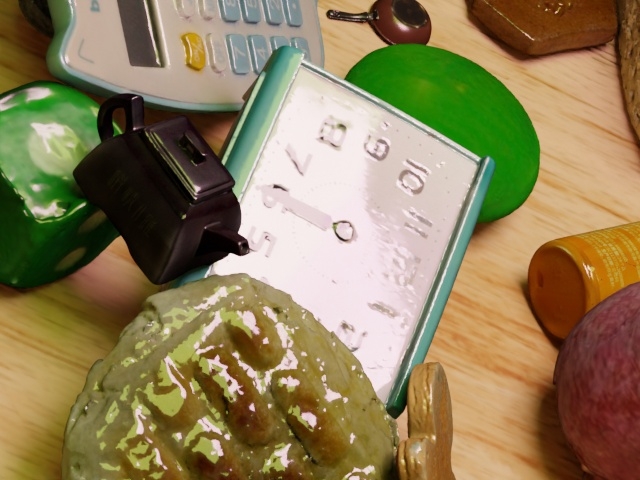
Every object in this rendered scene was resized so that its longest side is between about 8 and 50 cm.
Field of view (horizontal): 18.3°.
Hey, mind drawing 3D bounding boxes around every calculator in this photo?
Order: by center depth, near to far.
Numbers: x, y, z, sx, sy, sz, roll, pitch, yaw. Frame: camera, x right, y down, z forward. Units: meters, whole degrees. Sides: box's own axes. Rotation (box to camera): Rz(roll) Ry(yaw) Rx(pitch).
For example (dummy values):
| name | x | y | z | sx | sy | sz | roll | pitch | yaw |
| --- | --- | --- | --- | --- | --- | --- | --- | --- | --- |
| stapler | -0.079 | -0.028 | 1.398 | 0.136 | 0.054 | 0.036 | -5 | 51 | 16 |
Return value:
| name | x | y | z | sx | sy | sz | roll | pitch | yaw |
| --- | --- | --- | --- | --- | --- | --- | --- | --- | --- |
| calculator | -0.124 | -0.238 | 1.798 | 0.386 | 0.054 | 0.256 | -5 | 81 | -49 |

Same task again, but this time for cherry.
| name | x | y | z | sx | sy | sz | roll | pitch | yaw |
| --- | --- | --- | --- | --- | --- | --- | --- | --- | --- |
| cherry | 0.308 | 0.115 | 1.713 | 0.192 | 0.250 | 0.175 | -11 | 71 | -30 |

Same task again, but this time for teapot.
| name | x | y | z | sx | sy | sz | roll | pitch | yaw |
| --- | --- | --- | --- | --- | --- | --- | --- | --- | --- |
| teapot | -0.117 | -0.047 | 1.563 | 0.087 | 0.096 | 0.177 | -22 | 69 | -43 |

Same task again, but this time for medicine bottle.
| name | x | y | z | sx | sy | sz | roll | pitch | yaw |
| --- | --- | --- | --- | --- | --- | --- | --- | --- | --- |
| medicine bottle | 0.295 | 0.031 | 1.871 | 0.192 | 0.096 | 0.096 | -10 | 61 | -33 |

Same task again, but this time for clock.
| name | x | y | z | sx | sy | sz | roll | pitch | yaw |
| --- | --- | --- | --- | --- | --- | --- | --- | --- | --- |
| clock | 0.000 | 0.000 | 1.713 | 0.231 | 0.116 | 0.262 | 28 | 65 | -12 |

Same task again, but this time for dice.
| name | x | y | z | sx | sy | sz | roll | pitch | yaw |
| --- | --- | --- | --- | --- | --- | --- | --- | --- | --- |
| dice | -0.235 | -0.045 | 1.643 | 0.131 | 0.120 | 0.128 | -29 | 71 | -41 |

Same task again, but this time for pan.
| name | x | y | z | sx | sy | sz | roll | pitch | yaw |
| --- | --- | --- | --- | --- | --- | --- | --- | --- | --- |
| pan | 0.063 | -0.226 | 1.993 | 0.115 | 0.023 | 0.068 | 4 | 55 | -24 |

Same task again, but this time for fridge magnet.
| name | x | y | z | sx | sy | sz | roll | pitch | yaw |
| --- | --- | --- | --- | --- | --- | --- | --- | --- | --- |
| fridge magnet | 0.110 | -0.098 | 1.878 | 0.208 | 0.088 | 0.208 | 15 | 50 | -18 |

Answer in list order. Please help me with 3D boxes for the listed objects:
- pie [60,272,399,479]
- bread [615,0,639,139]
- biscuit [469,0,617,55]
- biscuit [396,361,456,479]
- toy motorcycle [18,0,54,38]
| name | x | y | z | sx | sy | sz | roll | pitch | yaw |
| --- | --- | --- | --- | --- | --- | --- | --- | --- | --- |
| pie | -0.063 | 0.181 | 1.538 | 0.306 | 0.071 | 0.306 | 4 | 78 | -21 |
| bread | 0.453 | -0.232 | 2.053 | 0.279 | 0.248 | 0.315 | 6 | 57 | -21 |
| biscuit | 0.213 | -0.285 | 2.108 | 0.182 | 0.034 | 0.215 | -12 | 60 | -34 |
| biscuit | 0.087 | 0.211 | 1.599 | 0.030 | 0.153 | 0.234 | -5 | 67 | 12 |
| toy motorcycle | -0.189 | -0.288 | 1.870 | 0.198 | 0.109 | 0.296 | 29 | 54 | -22 |
